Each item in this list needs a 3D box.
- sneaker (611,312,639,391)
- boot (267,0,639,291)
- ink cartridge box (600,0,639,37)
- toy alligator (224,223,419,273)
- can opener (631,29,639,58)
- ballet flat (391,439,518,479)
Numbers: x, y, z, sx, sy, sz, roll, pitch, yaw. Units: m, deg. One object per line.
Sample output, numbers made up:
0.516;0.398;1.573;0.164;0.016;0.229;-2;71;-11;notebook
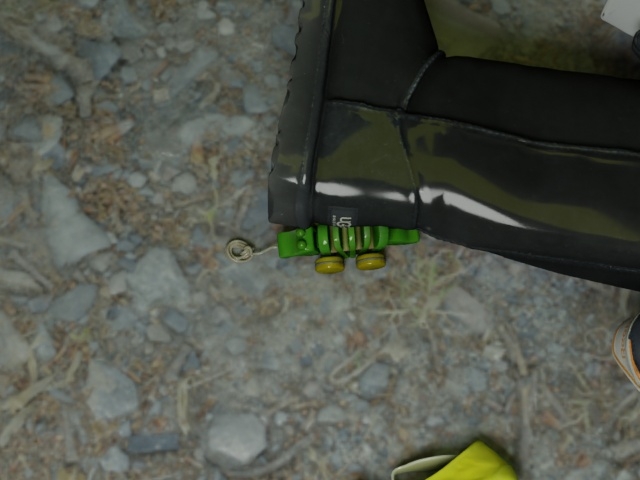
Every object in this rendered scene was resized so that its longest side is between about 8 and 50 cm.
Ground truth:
0.403;0.137;0.972;0.321;0.127;0.126;31;78;-16;sneaker
0.201;-0.148;1.027;0.445;0.146;0.367;8;74;4;boot
0.416;-0.270;1.016;0.201;0.117;0.278;32;58;9;ink cartridge box
0.000;0.000;1.049;0.190;0.051;0.056;-5;76;2;toy alligator
0.350;-0.128;0.954;0.186;0.059;0.073;33;87;17;can opener
0.065;0.246;0.985;0.231;0.077;0.077;-24;56;-6;ballet flat
